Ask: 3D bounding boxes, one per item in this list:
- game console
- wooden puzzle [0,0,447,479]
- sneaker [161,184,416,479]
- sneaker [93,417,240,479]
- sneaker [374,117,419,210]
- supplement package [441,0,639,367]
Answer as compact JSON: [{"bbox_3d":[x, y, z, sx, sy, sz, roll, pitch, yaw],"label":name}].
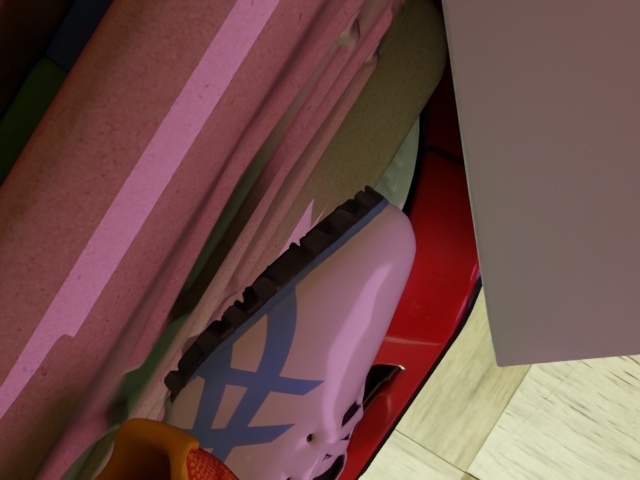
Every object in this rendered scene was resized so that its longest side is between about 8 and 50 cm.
[{"bbox_3d":[0.000,0.000,1.062,0.386,0.060,0.342,120,-20,-45],"label":"game console"},{"bbox_3d":[-0.077,0.025,0.631,0.322,0.080,0.348,-59,172,4],"label":"wooden puzzle"},{"bbox_3d":[-0.023,0.091,0.611,0.237,0.086,0.085,-62,170,19],"label":"sneaker"},{"bbox_3d":[-0.090,0.114,0.474,0.064,0.067,0.175,18,-122,48],"label":"sneaker"},{"bbox_3d":[-0.037,-0.014,0.903,0.161,0.102,0.282,-86,-161,-57],"label":"sneaker"},{"bbox_3d":[0.168,-0.091,0.825,0.262,0.198,0.199,-65,147,-69],"label":"supplement package"}]
